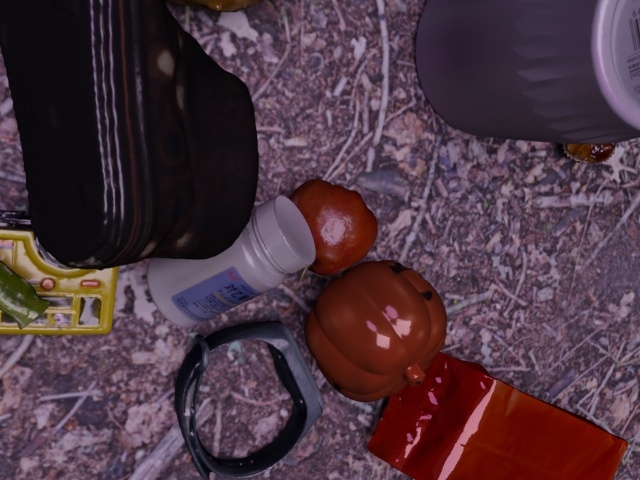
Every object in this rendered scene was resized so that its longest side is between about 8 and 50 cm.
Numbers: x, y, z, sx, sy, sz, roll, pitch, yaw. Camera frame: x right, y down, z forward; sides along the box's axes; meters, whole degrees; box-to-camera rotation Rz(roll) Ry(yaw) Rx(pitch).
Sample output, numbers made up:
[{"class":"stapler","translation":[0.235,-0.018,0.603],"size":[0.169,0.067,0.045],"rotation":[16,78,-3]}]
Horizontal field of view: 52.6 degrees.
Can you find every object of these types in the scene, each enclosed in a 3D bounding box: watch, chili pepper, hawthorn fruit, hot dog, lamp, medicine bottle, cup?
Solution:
[{"class":"watch","translation":[-0.103,0.209,0.864],"size":[0.192,0.068,0.207],"rotation":[-28,108,-16]},{"class":"chili pepper","translation":[-0.349,0.020,0.604],"size":[0.201,0.050,0.052],"rotation":[32,48,-22]},{"class":"hawthorn fruit","translation":[0.007,-0.015,0.834],"size":[0.140,0.125,0.125],"rotation":[-44,116,-53]},{"class":"hot dog","translation":[0.429,-0.214,1.010],"size":[0.108,0.059,0.191],"rotation":[3,99,-16]},{"class":"lamp","translation":[0.078,0.124,0.849],"size":[0.187,0.164,0.188],"rotation":[-29,148,-20]},{"class":"medicine bottle","translation":[-0.106,0.025,0.775],"size":[0.186,0.103,0.103],"rotation":[-26,108,19]},{"class":"cup","translation":[0.296,-0.241,0.798],"size":[0.253,0.371,0.254],"rotation":[-4,105,-15]}]

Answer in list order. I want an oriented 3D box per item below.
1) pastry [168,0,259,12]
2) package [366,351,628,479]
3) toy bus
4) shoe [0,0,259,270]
[{"class":"pastry","translation":[-0.105,-0.404,0.713],"size":[0.315,0.184,0.285],"rotation":[-13,101,-18]},{"class":"package","translation":[0.289,0.321,0.996],"size":[0.423,0.123,0.196],"rotation":[29,84,-23]},{"class":"toy bus","translation":[-0.387,0.024,0.689],"size":[0.329,0.144,0.152],"rotation":[4,96,-22]},{"class":"shoe","translation":[-0.180,-0.166,0.660],"size":[0.237,0.171,0.385],"rotation":[-7,85,-59]}]
